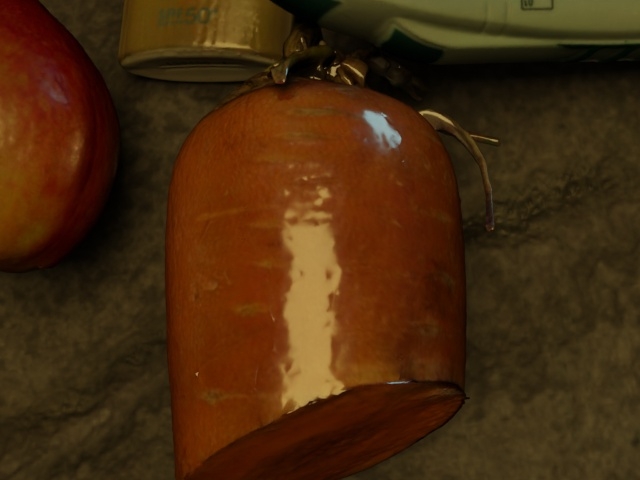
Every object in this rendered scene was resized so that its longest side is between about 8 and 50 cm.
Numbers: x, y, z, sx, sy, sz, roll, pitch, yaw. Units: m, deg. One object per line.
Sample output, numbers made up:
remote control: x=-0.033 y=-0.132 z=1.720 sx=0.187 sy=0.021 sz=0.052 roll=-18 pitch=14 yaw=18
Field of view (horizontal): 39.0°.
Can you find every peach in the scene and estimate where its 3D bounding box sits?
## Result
peach: x=-0.231 y=-0.080 z=0.638 sx=0.197 sy=0.197 sz=0.197 roll=-1 pitch=79 yaw=7

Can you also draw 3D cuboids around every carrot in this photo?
carrot: x=0.000 y=0.000 z=0.582 sx=0.214 sy=0.193 sz=0.331 roll=-19 pitch=67 yaw=38

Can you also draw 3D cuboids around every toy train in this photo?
toy train: x=0.140 y=-0.161 z=0.593 sx=0.406 sy=0.086 sz=0.088 roll=-4 pitch=91 yaw=-12

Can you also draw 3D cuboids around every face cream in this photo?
face cream: x=-0.079 y=-0.269 z=0.713 sx=0.139 sy=0.067 sz=0.285 roll=2 pitch=79 yaw=13
